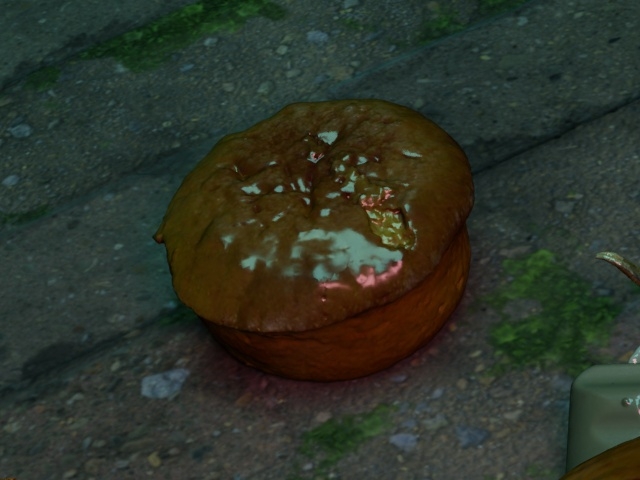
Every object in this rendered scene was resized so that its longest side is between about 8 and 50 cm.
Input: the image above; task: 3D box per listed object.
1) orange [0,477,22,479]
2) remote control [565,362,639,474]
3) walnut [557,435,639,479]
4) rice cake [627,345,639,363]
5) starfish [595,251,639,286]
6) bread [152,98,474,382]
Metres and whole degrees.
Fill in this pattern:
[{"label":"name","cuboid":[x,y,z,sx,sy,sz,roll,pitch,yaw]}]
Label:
[{"label":"orange","cuboid":[-0.266,0.299,1.565,0.234,0.182,0.234,-11,52,14]},{"label":"remote control","cuboid":[0.360,0.156,1.582,0.335,0.065,0.128,-5,71,28]},{"label":"walnut","cuboid":[0.273,0.242,1.476,0.298,0.203,0.203,-24,36,18]},{"label":"rice cake","cuboid":[0.396,0.167,1.634,0.336,0.063,0.066,22,68,32]},{"label":"starfish","cuboid":[0.327,0.070,1.717,0.050,0.217,0.223,-50,10,2]},{"label":"bread","cuboid":[0.006,-0.001,1.863,0.312,0.172,0.312,-10,41,9]}]
